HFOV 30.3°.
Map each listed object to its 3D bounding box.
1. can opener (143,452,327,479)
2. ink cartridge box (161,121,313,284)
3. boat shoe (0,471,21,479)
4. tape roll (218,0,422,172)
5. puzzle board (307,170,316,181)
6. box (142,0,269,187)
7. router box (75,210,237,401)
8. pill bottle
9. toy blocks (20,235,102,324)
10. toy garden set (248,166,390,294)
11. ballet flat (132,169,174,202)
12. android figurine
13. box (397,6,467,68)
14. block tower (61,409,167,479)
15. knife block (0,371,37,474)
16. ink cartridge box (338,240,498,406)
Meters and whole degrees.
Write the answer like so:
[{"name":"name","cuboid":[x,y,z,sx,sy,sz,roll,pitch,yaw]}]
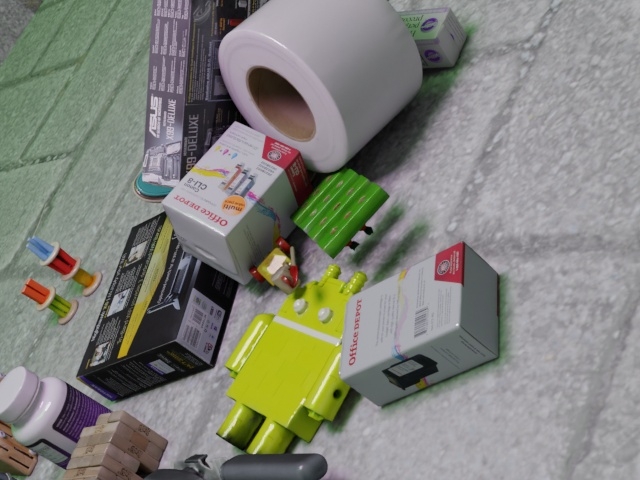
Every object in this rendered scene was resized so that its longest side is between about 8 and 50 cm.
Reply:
[{"name":"can opener","cuboid":[-0.098,0.299,1.411,0.280,0.074,0.093,-13,11,43]},{"name":"ink cartridge box","cuboid":[-0.116,-0.054,1.712,0.128,0.127,0.176,27,65,27]},{"name":"boat shoe","cuboid":[-0.592,0.490,1.855,0.319,0.099,0.116,-52,30,-2]},{"name":"tape roll","cuboid":[-0.001,-0.240,1.678,0.169,0.246,0.246,-44,25,-26]},{"name":"puzzle board","cuboid":[-0.046,-0.100,1.855,0.128,0.011,0.096,11,65,56]},{"name":"box","cuboid":[-0.155,-0.240,1.776,0.077,0.242,0.307,12,104,30]},{"name":"router box","cuboid":[-0.235,0.079,1.842,0.243,0.081,0.308,-22,41,39]},{"name":"pill bottle","cuboid":[-0.378,0.264,1.719,0.108,0.193,0.108,-34,34,27]},{"name":"toy blocks","cuboid":[-0.488,0.067,2.130,0.123,0.148,0.054,-49,30,2]},{"name":"toy garden set","cuboid":[0.000,0.000,1.597,0.204,0.049,0.244,-48,16,1]},{"name":"ballet flat","cuboid":[-0.201,-0.114,1.935,0.248,0.086,0.086,-33,21,-28]},{"name":"android figurine","cuboid":[-0.028,0.152,1.512,0.273,0.056,0.248,-58,30,-9]},{"name":"box","cuboid":[0.066,-0.300,1.800,0.324,0.067,0.063,4,58,39]},{"name":"block tower","cuboid":[-0.318,0.402,1.592,0.091,0.097,0.335,-17,42,44]},{"name":"knife block","cuboid":[-0.596,0.354,2.022,0.242,0.088,0.275,-45,31,12]},{"name":"ink cartridge box","cuboid":[0.113,0.098,1.359,0.175,0.072,0.127,-28,37,34]}]
